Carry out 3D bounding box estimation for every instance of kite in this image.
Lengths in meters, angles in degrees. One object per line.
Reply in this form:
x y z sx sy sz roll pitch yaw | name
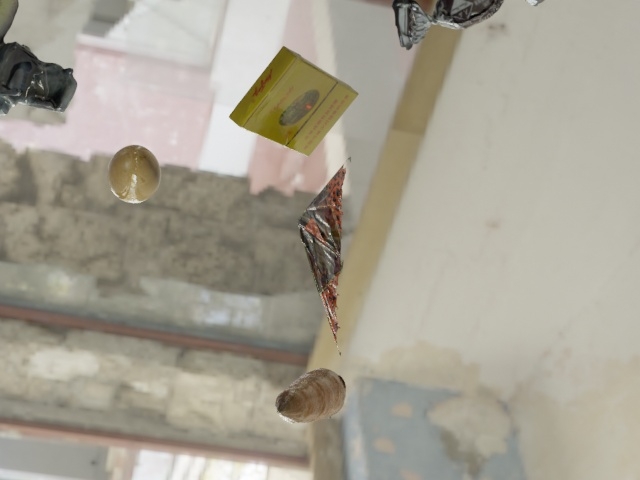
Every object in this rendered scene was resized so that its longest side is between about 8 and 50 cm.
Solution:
-0.001 0.000 1.343 0.125 0.008 0.222 -139 -133 -59 | kite

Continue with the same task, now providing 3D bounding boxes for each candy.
0.195 -0.311 1.576 0.051 0.226 0.094 4 61 -83 | candy

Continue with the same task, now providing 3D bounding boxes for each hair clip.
-0.236 -0.117 0.815 0.187 0.056 0.146 17 -99 37 | hair clip

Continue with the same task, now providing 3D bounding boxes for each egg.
-0.272 -0.099 1.835 0.096 0.080 0.080 128 -30 -65 | egg

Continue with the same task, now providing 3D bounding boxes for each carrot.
-0.024 0.212 1.675 0.205 0.072 0.072 6 94 -73 | carrot

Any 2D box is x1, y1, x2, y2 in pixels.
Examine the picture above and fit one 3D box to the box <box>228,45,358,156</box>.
-0.024 -0.133 1.231 0.087 0.023 0.155 -48 158 11 | box
